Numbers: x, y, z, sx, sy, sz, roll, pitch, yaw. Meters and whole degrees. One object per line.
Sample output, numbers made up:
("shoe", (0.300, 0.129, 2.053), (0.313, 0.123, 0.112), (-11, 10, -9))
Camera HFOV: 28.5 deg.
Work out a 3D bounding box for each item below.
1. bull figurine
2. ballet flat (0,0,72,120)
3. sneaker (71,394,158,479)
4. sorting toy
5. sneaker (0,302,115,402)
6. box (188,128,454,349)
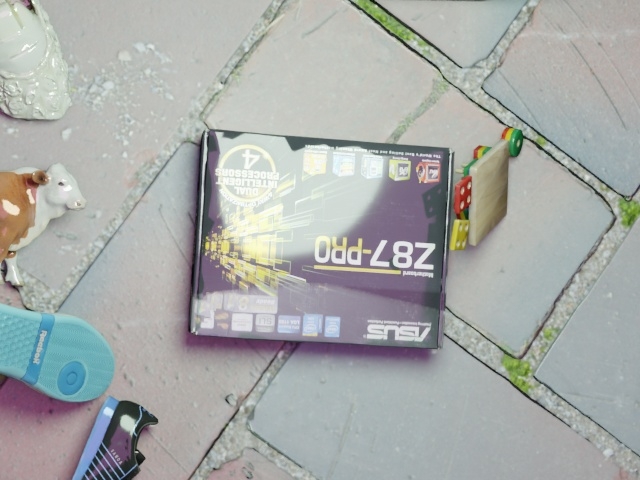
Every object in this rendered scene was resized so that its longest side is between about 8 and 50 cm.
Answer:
("bull figurine", (-0.507, -0.032, 1.870), (0.310, 0.101, 0.188), (5, 88, -9))
("ballet flat", (-0.494, -0.366, 1.876), (0.147, 0.147, 0.409), (-23, 92, -10))
("sneaker", (-0.320, 0.353, 1.889), (0.090, 0.081, 0.232), (21, 83, -3))
("sorting toy", (0.245, -0.075, 1.974), (0.046, 0.274, 0.132), (12, 120, 27))
("sneaker", (-0.469, 0.141, 1.863), (0.319, 0.208, 0.127), (30, 76, -43))
("box", (0.000, 0.000, 1.956), (0.395, 0.097, 0.318), (5, 89, -9))
